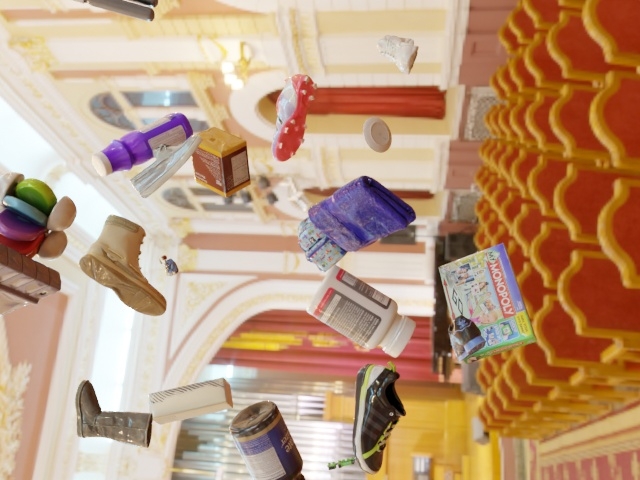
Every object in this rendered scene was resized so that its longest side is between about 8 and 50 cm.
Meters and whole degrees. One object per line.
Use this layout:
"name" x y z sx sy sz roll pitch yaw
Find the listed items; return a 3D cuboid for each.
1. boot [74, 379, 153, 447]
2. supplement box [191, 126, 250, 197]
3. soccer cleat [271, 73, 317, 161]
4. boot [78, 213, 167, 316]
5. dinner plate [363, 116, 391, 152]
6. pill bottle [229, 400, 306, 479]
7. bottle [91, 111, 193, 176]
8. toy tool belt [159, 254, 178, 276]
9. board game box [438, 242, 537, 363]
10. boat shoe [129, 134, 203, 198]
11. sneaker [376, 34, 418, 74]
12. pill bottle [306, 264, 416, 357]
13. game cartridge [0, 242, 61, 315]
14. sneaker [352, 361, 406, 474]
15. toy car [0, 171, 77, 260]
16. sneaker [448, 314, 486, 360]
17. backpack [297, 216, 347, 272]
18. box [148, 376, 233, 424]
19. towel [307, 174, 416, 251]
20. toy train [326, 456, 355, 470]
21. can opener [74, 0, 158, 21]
"boot" -0.580 0.490 1.917 0.076 0.208 0.190 -51 -36 -70
"supplement box" -0.384 -0.301 2.592 0.129 0.191 0.194 -34 -44 -36
"soccer cleat" -0.083 -0.316 1.752 0.083 0.095 0.248 29 -107 -47
"boot" -0.498 0.065 1.820 0.262 0.095 0.204 40 -146 -22
"dinner plate" 0.221 -0.403 2.577 0.017 0.141 0.141 -15 67 53
"pill bottle" -0.113 0.490 1.555 0.123 0.122 0.219 -65 -47 -70
"bottle" -0.489 -0.262 1.868 0.282 0.118 0.092 -35 -69 -35
"toy tool belt" -0.536 0.086 2.409 0.083 0.052 0.051 63 154 -1
"board game box" 0.486 0.182 2.000 0.046 0.213 0.317 43 -149 -48
"boat shoe" -0.411 -0.210 1.789 0.081 0.227 0.079 46 -173 -15
"sneaker" 0.224 -0.564 2.035 0.232 0.115 0.090 -92 19 -66
"pill bottle" 0.131 0.228 2.120 0.176 0.318 0.176 -58 -2 -3
"game cartridge" -0.718 0.109 1.302 0.230 0.354 0.068 43 -153 -63
"sneaker" 0.124 0.364 1.379 0.084 0.097 0.235 -7 -84 -61
"toy car" -0.582 -0.033 1.329 0.182 0.159 0.136 -59 5 31
"sneaker" 0.379 0.253 1.781 0.091 0.081 0.232 59 175 18
"backpack" 0.000 0.000 2.332 0.173 0.158 0.117 45 -150 -14
"box" -0.454 0.564 2.382 0.113 0.275 0.094 79 178 -64
"towel" 0.119 -0.069 2.084 0.308 0.227 0.076 -31 32 52
"toy train" 0.059 0.627 1.902 0.024 0.083 0.017 -108 5 -79
"can opener" -0.535 -0.599 1.632 0.093 0.280 0.074 -173 98 -78
